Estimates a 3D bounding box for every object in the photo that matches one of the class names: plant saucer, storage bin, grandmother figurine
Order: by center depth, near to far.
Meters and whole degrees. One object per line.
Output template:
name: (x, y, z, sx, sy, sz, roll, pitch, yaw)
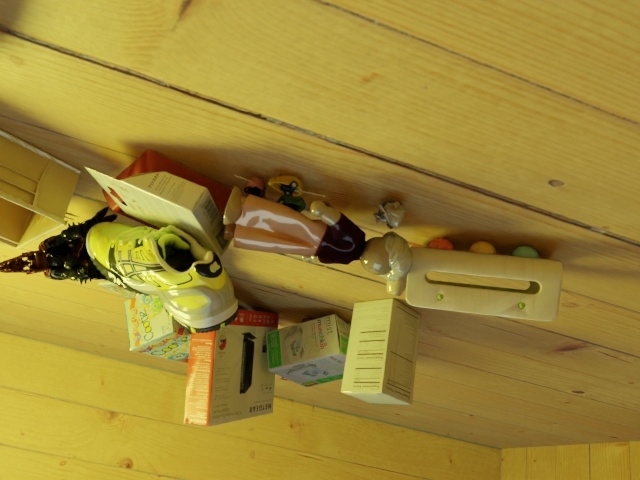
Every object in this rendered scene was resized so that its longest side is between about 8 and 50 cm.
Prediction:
grandmother figurine: (0.000, 0.000, 1.065, 0.342, 0.104, 0.208, 15, 164, -2)
storage bin: (-0.651, -0.110, 1.148, 0.260, 0.123, 0.262, 30, 150, -37)
plant saucer: (-0.284, -0.065, 1.184, 0.259, 0.048, 0.258, 27, 151, -30)

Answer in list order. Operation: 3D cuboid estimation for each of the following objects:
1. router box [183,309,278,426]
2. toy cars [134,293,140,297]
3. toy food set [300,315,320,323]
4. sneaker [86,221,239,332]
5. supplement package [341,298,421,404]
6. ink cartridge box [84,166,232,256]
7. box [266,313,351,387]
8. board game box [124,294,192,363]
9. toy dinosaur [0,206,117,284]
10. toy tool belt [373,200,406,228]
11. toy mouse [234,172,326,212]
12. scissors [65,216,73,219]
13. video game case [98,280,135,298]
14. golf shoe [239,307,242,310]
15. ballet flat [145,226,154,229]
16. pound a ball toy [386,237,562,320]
router box: (-0.238, 0.345, 1.651, 0.082, 0.301, 0.335, -1, 171, 24)
toy cars: (-0.463, 0.193, 1.774, 0.176, 0.087, 0.394, -20, 154, 4)
toy food set: (-0.022, 0.264, 1.823, 0.078, 0.019, 0.122, 12, 156, -3)
sneaker: (-0.302, 0.026, 1.116, 0.384, 0.145, 0.147, 22, 128, 29)
supplement package: (0.160, 0.293, 1.534, 0.134, 0.244, 0.139, -13, 146, 42)
ink cartridge box: (-0.289, -0.069, 1.084, 0.232, 0.066, 0.189, 27, 161, 18)
box: (0.000, 0.334, 1.766, 0.231, 0.127, 0.262, -17, 151, 18)
board game box: (-0.391, 0.238, 1.639, 0.142, 0.144, 0.275, -24, 154, 16)
toy dinosaur: (-0.556, 0.042, 1.316, 0.218, 0.322, 0.164, -10, 114, 26)
toy tool belt: (0.118, -0.050, 1.046, 0.051, 0.052, 0.083, 27, 178, -4)
toy mouse: (-0.082, -0.085, 1.071, 0.161, 0.031, 0.143, 16, 155, -11)
scissors: (-0.712, -0.100, 1.319, 0.297, 0.021, 0.109, 15, 154, -6)
video game case: (-0.591, 0.148, 1.819, 0.166, 0.015, 0.119, -9, 149, 37)
golf shoe: (-0.249, 0.255, 1.833, 0.198, 0.077, 0.094, 18, 155, -18)
ballet flat: (-0.350, 0.097, 1.465, 0.139, 0.139, 0.400, 5, 155, 14)
pound a ball toy: (0.288, 0.066, 1.165, 0.319, 0.136, 0.208, 6, -179, 11)
